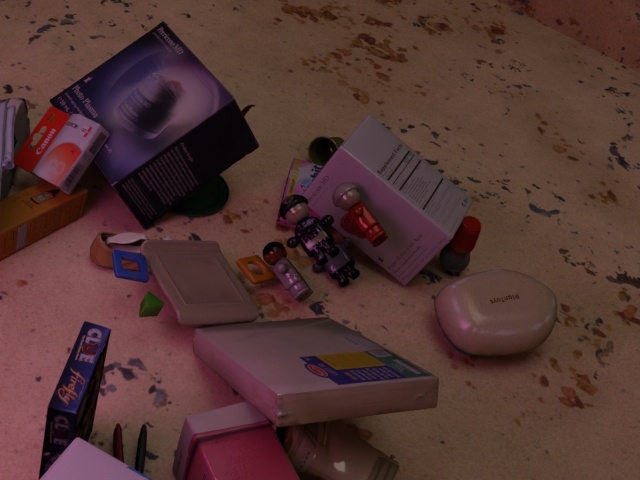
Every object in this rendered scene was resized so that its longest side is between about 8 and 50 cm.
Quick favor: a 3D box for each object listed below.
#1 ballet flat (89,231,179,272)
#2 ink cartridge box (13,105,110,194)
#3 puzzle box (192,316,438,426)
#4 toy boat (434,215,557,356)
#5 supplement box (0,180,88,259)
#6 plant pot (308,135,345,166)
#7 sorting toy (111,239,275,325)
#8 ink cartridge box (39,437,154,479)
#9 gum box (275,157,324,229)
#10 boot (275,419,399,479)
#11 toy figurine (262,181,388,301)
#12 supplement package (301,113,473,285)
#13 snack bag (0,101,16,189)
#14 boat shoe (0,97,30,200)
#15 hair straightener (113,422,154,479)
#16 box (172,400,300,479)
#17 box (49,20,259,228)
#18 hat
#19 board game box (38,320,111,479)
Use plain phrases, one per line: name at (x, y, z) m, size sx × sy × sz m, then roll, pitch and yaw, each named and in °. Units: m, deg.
ballet flat at (-0.321, 0.023, 1.776) m, size 0.232 × 0.073 × 0.080 m, roll 4°, pitch 42°, yaw -19°
ink cartridge box at (-0.512, -0.186, 1.791) m, size 0.179 × 0.045 × 0.145 m, roll 26°, pitch 78°, yaw 27°
puzzle box at (-0.025, 0.205, 1.534) m, size 0.272 × 0.052 × 0.409 m, roll -1°, pitch 10°, yaw -24°
toy boat at (0.337, 0.107, 1.916) m, size 0.267 × 0.148 × 0.318 m, roll -5°, pitch 52°, yaw -20°
supplement box at (-0.554, -0.046, 1.760) m, size 0.078 × 0.080 × 0.233 m, roll 35°, pitch 43°, yaw 18°
plant pot at (0.025, -0.214, 2.202) m, size 0.083 × 0.083 × 0.079 m, roll 32°, pitch 29°, yaw 16°
sorting toy at (-0.228, 0.084, 1.725) m, size 0.347 × 0.047 × 0.196 m, roll 1°, pitch 45°, yaw -42°
ink cartridge box at (-0.303, 0.415, 1.199) m, size 0.171 × 0.233 × 0.168 m, roll 26°, pitch 41°, yaw 8°
gum box at (-0.029, -0.093, 2.040) m, size 0.107 × 0.062 × 0.188 m, roll 16°, pitch 39°, yaw -5°
boot at (0.032, 0.330, 1.547) m, size 0.203 × 0.095 × 0.262 m, roll 31°, pitch 19°, yaw -4°
toy figurine at (0.000, 0.000, 1.827) m, size 0.213 × 0.209 × 0.148 m, roll -19°, pitch 64°, yaw -37°
supplement package at (0.139, -0.086, 1.954) m, size 0.293 × 0.177 × 0.175 m, roll 39°, pitch 39°, yaw -1°
snack bag at (-0.697, -0.089, 1.663) m, size 0.323 × 0.037 × 0.342 m, roll -21°, pitch 45°, yaw 4°
boat shoe at (-0.693, -0.163, 1.826) m, size 0.158 × 0.127 × 0.340 m, roll 2°, pitch 38°, yaw 1°
hair straightener at (-0.265, 0.378, 1.404) m, size 0.089 × 0.047 × 0.230 m, roll 3°, pitch 42°, yaw -18°
box at (-0.116, 0.380, 1.383) m, size 0.127 × 0.148 × 0.232 m, roll -8°, pitch 46°, yaw -30°
box at (-0.339, -0.241, 1.893) m, size 0.294 × 0.183 × 0.296 m, roll -37°, pitch 59°, yaw -9°
hat at (-0.258, -0.183, 1.955) m, size 0.173 × 0.183 × 0.208 m, roll 16°, pitch 39°, yaw -4°
board game box at (-0.360, 0.260, 1.348) m, size 0.042 × 0.243 × 0.165 m, roll 15°, pitch 39°, yaw -6°
